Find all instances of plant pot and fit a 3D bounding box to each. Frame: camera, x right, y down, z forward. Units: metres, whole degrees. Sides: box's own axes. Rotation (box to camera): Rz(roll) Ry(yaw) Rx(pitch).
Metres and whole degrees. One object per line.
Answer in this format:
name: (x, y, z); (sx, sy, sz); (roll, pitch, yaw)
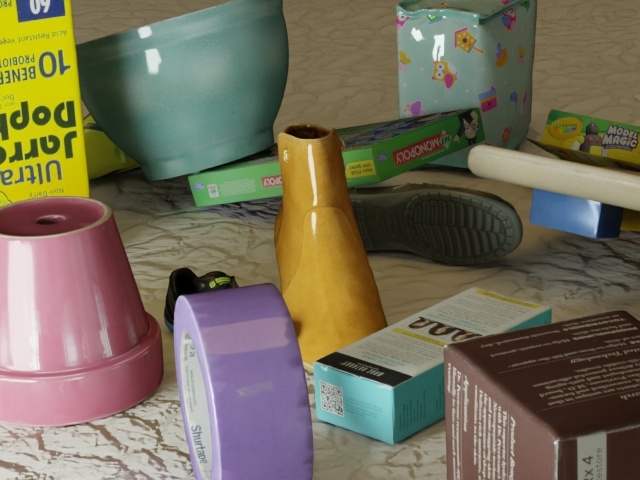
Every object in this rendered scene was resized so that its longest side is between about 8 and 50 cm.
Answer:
plant pot: (-0.166, -0.190, 2.313); (0.293, 0.196, 0.293); (-15, 8, 2)
plant pot: (-0.260, 0.060, 1.768); (0.201, 0.180, 0.201); (-3, 20, 1)

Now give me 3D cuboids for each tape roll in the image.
tape roll: (-0.067, 0.133, 1.523); (0.080, 0.189, 0.189); (-8, 20, -12)

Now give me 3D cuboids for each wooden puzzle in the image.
wooden puzzle: (0.379, -0.030, 2.006); (0.322, 0.081, 0.347); (15, 6, 41)

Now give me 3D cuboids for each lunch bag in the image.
lunch bag: (0.213, -0.235, 2.452); (0.160, 0.223, 0.262); (7, 21, 27)

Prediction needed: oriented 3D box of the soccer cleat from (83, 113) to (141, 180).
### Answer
soccer cleat: (-0.214, -0.138, 2.445); (0.289, 0.093, 0.121); (-16, 30, -32)

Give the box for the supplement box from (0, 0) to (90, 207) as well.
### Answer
supplement box: (-0.397, -0.144, 2.092); (0.194, 0.357, 0.195); (-13, 22, -25)

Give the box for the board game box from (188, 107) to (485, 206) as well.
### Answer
board game box: (0.018, -0.104, 2.262); (0.317, 0.046, 0.213); (-6, 13, 44)

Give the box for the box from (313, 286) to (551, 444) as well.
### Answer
box: (0.112, 0.116, 1.734); (0.100, 0.060, 0.244); (15, 26, 41)

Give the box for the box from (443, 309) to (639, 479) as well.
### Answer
box: (0.210, 0.174, 1.398); (0.167, 0.168, 0.203); (-9, 21, -19)

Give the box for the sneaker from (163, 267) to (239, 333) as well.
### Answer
sneaker: (-0.102, 0.074, 1.855); (0.067, 0.078, 0.188); (-18, 25, -35)

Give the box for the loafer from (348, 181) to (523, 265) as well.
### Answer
loafer: (0.121, -0.033, 2.097); (0.251, 0.094, 0.087); (7, 26, 26)

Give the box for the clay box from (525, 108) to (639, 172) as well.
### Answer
clay box: (0.376, -0.111, 2.258); (0.222, 0.053, 0.127); (17, -5, 41)

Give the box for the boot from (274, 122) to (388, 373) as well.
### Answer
boot: (0.001, 0.000, 1.851); (0.104, 0.211, 0.295); (-7, 20, -10)

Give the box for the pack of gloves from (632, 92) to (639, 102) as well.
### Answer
pack of gloves: (0.498, -0.113, 2.182); (0.195, 0.046, 0.232); (31, 11, -18)
